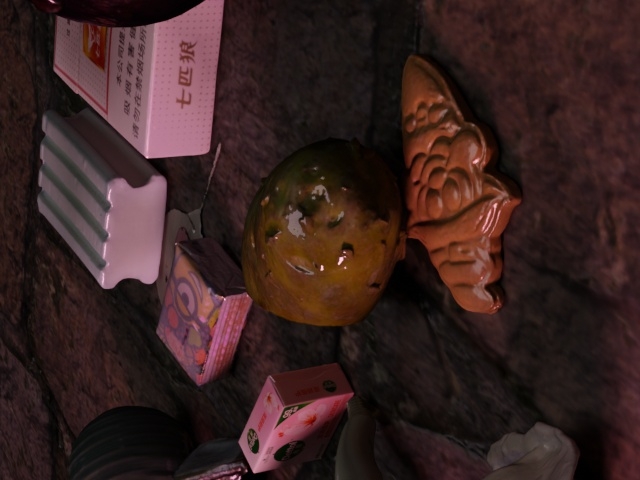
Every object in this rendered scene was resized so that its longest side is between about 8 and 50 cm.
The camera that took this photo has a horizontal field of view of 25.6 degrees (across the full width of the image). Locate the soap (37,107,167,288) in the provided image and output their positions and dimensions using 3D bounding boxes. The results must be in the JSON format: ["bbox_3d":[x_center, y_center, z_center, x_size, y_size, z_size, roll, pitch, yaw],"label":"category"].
[{"bbox_3d":[-0.303,-0.063,1.933,0.265,0.087,0.160,40,128,51],"label":"soap"}]

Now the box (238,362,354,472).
[{"bbox_3d":[-0.027,0.189,1.505,0.043,0.089,0.125,60,145,33],"label":"box"}]

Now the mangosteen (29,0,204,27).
[{"bbox_3d":[-0.202,-0.433,1.462,0.382,0.382,0.435,-15,45,60],"label":"mangosteen"}]

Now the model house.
[{"bbox_3d":[-0.106,0.320,1.684,0.165,0.106,0.152,-55,-52,-81],"label":"model house"}]

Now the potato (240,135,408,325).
[{"bbox_3d":[0.000,0.000,1.366,0.298,0.141,0.176,126,146,-73],"label":"potato"}]

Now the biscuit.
[{"bbox_3d":[0.115,-0.053,1.267,0.162,0.035,0.250,-35,64,53],"label":"biscuit"}]

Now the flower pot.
[{"bbox_3d":[-0.229,0.322,1.793,0.189,0.157,0.243,80,176,-51],"label":"flower pot"}]

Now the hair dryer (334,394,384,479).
[{"bbox_3d":[-0.016,0.306,1.324,0.119,0.296,0.298,53,178,-29],"label":"hair dryer"}]

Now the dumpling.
[{"bbox_3d":[0.167,0.221,1.146,0.229,0.124,0.151,178,100,-83],"label":"dumpling"}]

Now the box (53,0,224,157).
[{"bbox_3d":[-0.237,-0.260,1.774,0.330,0.095,0.210,42,131,51],"label":"box"}]

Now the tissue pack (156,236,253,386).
[{"bbox_3d":[-0.142,0.086,1.705,0.109,0.060,0.148,49,135,36],"label":"tissue pack"}]

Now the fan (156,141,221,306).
[{"bbox_3d":[-0.163,-0.005,1.781,0.182,0.010,0.310,58,142,38],"label":"fan"}]
